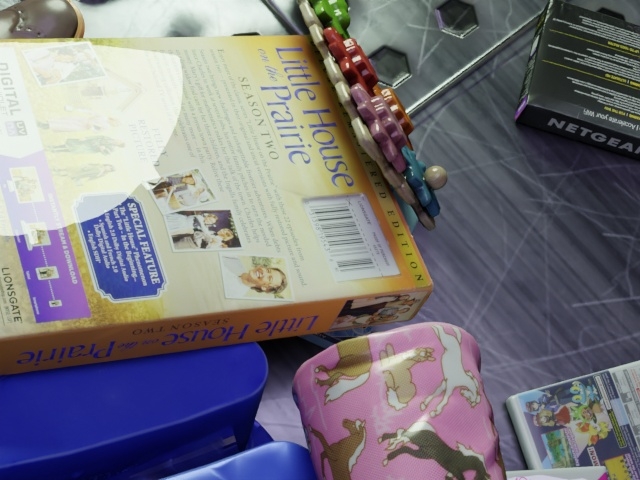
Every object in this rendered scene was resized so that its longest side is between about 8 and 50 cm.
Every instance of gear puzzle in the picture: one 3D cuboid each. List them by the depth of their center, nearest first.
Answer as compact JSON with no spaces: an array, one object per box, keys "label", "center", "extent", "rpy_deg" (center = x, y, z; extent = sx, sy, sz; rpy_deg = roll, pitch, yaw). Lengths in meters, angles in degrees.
[{"label":"gear puzzle","center":[0.039,-0.171,1.226],"extent":[0.044,0.175,0.339],"rpy_deg":[-30,51,11]}]

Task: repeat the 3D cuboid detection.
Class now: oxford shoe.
[{"label":"oxford shoe","center":[-0.336,-0.156,1.208],"extent":[0.271,0.098,0.097],"rpy_deg":[-39,79,-19]}]

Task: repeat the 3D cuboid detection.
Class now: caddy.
[{"label":"caddy","center":[-0.163,0.213,1.048],"extent":[0.341,0.179,0.241],"rpy_deg":[-12,60,-30]}]

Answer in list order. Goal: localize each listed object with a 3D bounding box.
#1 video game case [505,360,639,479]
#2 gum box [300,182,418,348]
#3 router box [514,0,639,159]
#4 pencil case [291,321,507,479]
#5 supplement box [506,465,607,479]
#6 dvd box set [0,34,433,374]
[{"label":"video game case","center":[0.289,0.219,1.204],"extent":[0.183,0.023,0.201],"rpy_deg":[-13,73,-14]},{"label":"gum box","center":[0.000,0.000,1.233],"extent":[0.156,0.041,0.184],"rpy_deg":[24,66,1]},{"label":"router box","center":[0.303,-0.163,1.341],"extent":[0.178,0.046,0.133],"rpy_deg":[17,68,-2]},{"label":"pencil case","center":[0.094,0.251,0.933],"extent":[0.167,0.160,0.386],"rpy_deg":[4,54,-31]},{"label":"supplement box","center":[0.132,0.261,1.103],"extent":[0.220,0.114,0.111],"rpy_deg":[-3,70,-4]},{"label":"dvd box set","center":[-0.144,-0.047,1.103],"extent":[0.420,0.062,0.308],"rpy_deg":[-6,57,-28]}]
